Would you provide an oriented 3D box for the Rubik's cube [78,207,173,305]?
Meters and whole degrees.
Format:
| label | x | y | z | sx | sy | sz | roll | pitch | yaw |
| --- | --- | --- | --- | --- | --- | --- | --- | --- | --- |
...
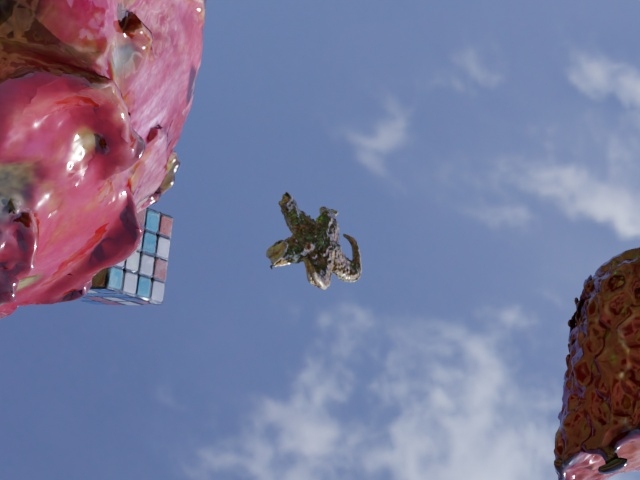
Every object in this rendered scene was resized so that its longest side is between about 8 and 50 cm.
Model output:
| label | x | y | z | sx | sy | sz | roll | pitch | yaw |
| --- | --- | --- | --- | --- | --- | --- | --- | --- | --- |
| Rubik's cube | -0.210 | 0.011 | 1.362 | 0.092 | 0.092 | 0.092 | -1 | -103 | 32 |

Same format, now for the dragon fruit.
| label | x | y | z | sx | sy | sz | roll | pitch | yaw |
| --- | --- | --- | --- | --- | --- | --- | --- | --- | --- |
| dragon fruit | -0.249 | -0.099 | 0.798 | 0.386 | 0.371 | 0.249 | -32 | -158 | 21 |

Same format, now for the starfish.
| label | x | y | z | sx | sy | sz | roll | pitch | yaw |
| --- | --- | --- | --- | --- | --- | --- | --- | --- | --- |
| starfish | -0.008 | 0.005 | 1.731 | 0.053 | 0.150 | 0.209 | -28 | -161 | 22 |

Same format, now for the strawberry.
| label | x | y | z | sx | sy | sz | roll | pitch | yaw |
| --- | --- | --- | --- | --- | --- | --- | --- | --- | --- |
| strawberry | 0.265 | 0.101 | 1.153 | 0.234 | 0.234 | 0.178 | -19 | -111 | -3 |
